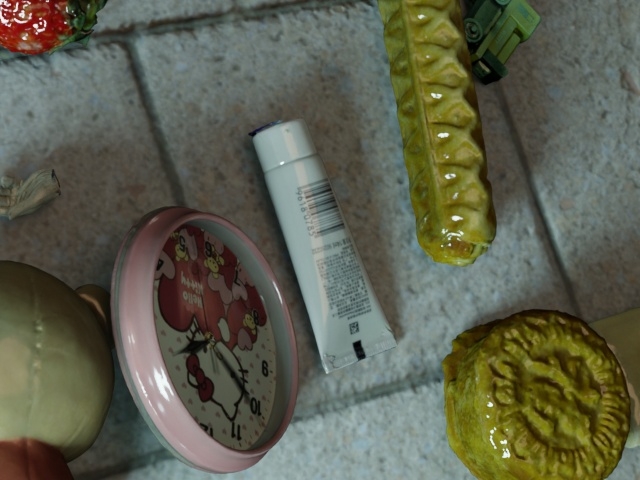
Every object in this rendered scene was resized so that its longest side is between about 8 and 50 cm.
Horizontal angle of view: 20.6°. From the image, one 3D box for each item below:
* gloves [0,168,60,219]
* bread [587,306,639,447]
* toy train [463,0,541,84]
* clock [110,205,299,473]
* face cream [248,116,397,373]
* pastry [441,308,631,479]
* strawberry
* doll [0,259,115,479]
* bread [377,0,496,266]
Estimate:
[{"bbox_3d":[-0.261,-0.041,1.584,0.081,0.037,0.044,-9,40,-13],"label":"gloves"},{"bbox_3d":[0.359,0.128,1.822,0.178,0.060,0.139,-13,78,-29],"label":"bread"},{"bbox_3d":[0.177,-0.221,1.859,0.081,0.050,0.122,44,60,-19],"label":"toy train"},{"bbox_3d":[-0.102,0.086,1.566,0.244,0.056,0.244,36,45,-48],"label":"clock"},{"bbox_3d":[0.000,0.000,1.695,0.092,0.058,0.244,-18,88,-36],"label":"face cream"},{"bbox_3d":[0.210,0.158,1.714,0.188,0.103,0.189,9,69,-24],"label":"pastry"},{"bbox_3d":[-0.272,-0.231,1.606,0.148,0.131,0.131,9,66,9],"label":"strawberry"},{"bbox_3d":[-0.267,0.174,1.430,0.235,0.174,0.330,8,69,-27],"label":"doll"},{"bbox_3d":[0.114,-0.151,1.780,0.084,0.077,0.368,-10,75,5],"label":"bread"}]
